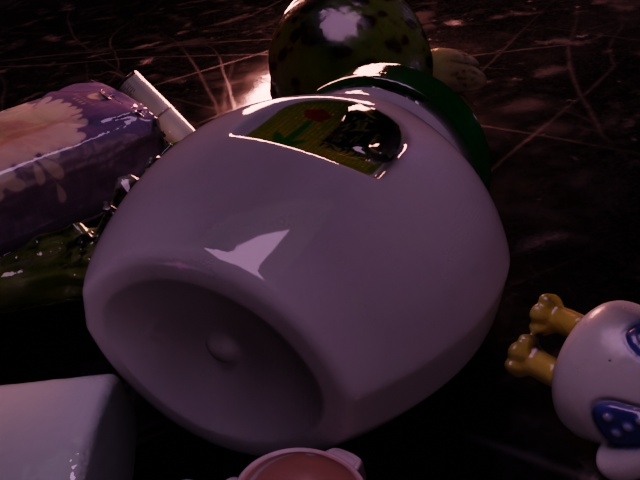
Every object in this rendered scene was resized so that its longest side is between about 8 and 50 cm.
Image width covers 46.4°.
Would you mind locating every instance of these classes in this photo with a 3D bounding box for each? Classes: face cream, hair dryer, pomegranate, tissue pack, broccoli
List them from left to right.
[{"bbox_3d":[-0.395,-0.086,0.971,0.344,0.125,0.242,-28,37,-25],"label":"tissue pack"},{"bbox_3d":[-0.261,0.024,0.771,0.304,0.145,0.165,-17,26,10],"label":"broccoli"},{"bbox_3d":[-0.241,-0.156,1.114,0.044,0.155,0.183,-45,6,-22],"label":"hair dryer"},{"bbox_3d":[0.000,0.000,0.632,0.313,0.219,0.357,17,34,18],"label":"face cream"},{"bbox_3d":[0.077,-0.214,1.010,0.306,0.242,0.242,22,30,-11],"label":"pomegranate"}]

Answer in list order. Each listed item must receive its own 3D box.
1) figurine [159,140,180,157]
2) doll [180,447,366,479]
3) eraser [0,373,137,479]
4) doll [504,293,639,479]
[{"bbox_3d":[-0.098,-0.071,0.873,0.126,0.147,0.192,-25,19,-1],"label":"figurine"},{"bbox_3d":[-0.063,0.214,0.394,0.151,0.150,0.287,17,33,36],"label":"doll"},{"bbox_3d":[-0.284,0.190,0.505,0.290,0.104,0.189,-6,39,3],"label":"eraser"},{"bbox_3d":[0.256,0.117,0.487,0.293,0.119,0.138,27,89,45],"label":"doll"}]
